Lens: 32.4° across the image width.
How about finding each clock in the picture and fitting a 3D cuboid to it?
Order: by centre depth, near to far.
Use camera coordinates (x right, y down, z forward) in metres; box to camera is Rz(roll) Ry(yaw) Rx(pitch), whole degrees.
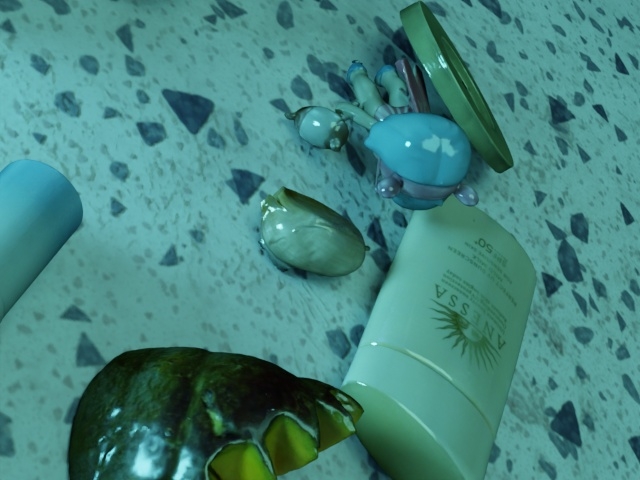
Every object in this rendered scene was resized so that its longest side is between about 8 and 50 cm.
[{"bbox_3d":[0.169,-0.186,1.352,0.235,0.029,0.235,53,17,-25],"label":"clock"}]

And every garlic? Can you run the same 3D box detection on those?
[{"bbox_3d":[0.005,-0.003,1.091,0.152,0.066,0.084,28,44,-26],"label":"garlic"}]

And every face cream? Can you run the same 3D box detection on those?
[{"bbox_3d":[-0.262,0.039,0.783,0.077,0.077,0.250,45,41,-13],"label":"face cream"},{"bbox_3d":[0.126,0.103,1.127,0.173,0.081,0.348,40,41,-11],"label":"face cream"}]

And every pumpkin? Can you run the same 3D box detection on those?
[{"bbox_3d":[-0.079,0.127,0.867,0.254,0.130,0.149,-23,81,-49],"label":"pumpkin"}]

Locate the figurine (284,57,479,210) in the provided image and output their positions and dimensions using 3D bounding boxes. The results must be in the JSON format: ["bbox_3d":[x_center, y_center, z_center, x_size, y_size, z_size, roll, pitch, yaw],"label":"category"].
[{"bbox_3d":[0.069,-0.133,1.193,0.205,0.103,0.260,12,33,-22],"label":"figurine"}]
